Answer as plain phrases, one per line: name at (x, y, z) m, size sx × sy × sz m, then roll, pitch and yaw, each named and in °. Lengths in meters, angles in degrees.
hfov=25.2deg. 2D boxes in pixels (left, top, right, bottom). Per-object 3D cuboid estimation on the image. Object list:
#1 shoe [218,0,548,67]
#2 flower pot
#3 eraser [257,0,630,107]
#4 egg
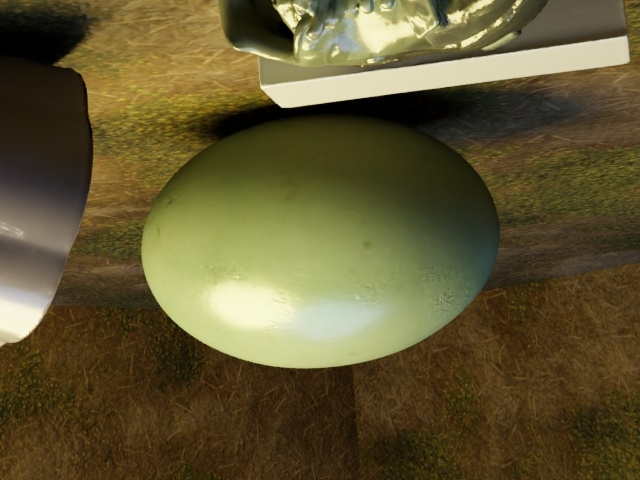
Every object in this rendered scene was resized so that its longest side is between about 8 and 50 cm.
shoe at (0.031, -0.177, 0.992) m, size 0.149 × 0.109 × 0.293 m, roll -5°, pitch 177°, yaw -31°
flower pot at (-0.356, -0.060, 1.227) m, size 0.243 × 0.265 × 0.265 m, roll 19°, pitch 160°, yaw -31°
eraser at (0.100, -0.171, 1.176) m, size 0.298 × 0.076 × 0.078 m, roll -7°, pitch 171°, yaw 12°
egg at (0.000, 0.000, 1.552) m, size 0.389 × 0.276 × 0.276 m, roll -4°, pitch 171°, yaw -1°
